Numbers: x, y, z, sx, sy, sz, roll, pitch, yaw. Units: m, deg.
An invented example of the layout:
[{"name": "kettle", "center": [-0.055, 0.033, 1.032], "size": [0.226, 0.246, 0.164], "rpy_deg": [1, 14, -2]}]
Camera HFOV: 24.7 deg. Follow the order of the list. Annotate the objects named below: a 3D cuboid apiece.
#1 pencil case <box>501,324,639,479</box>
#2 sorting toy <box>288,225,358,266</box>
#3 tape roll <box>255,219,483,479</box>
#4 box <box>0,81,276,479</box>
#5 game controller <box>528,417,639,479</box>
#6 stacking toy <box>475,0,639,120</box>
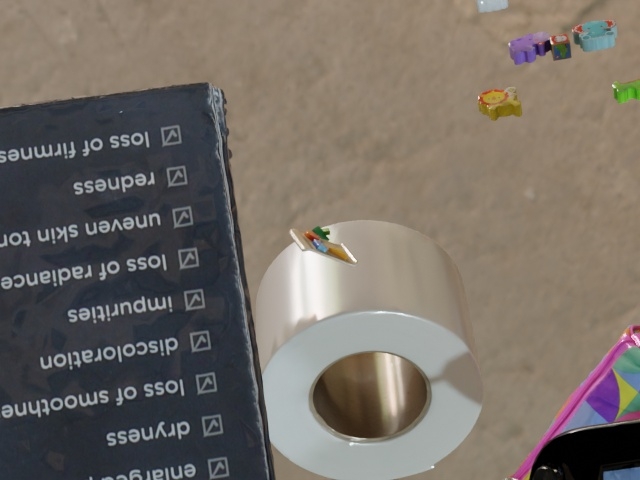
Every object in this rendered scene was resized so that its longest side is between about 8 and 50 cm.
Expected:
[{"name": "pencil case", "center": [0.258, 0.190, 1.367], "size": [0.104, 0.236, 0.104], "rpy_deg": [34, 16, -11]}, {"name": "sorting toy", "center": [0.000, 0.000, 1.470], "size": [0.062, 0.012, 0.083], "rpy_deg": [16, 16, -22]}, {"name": "tape roll", "center": [0.049, 0.122, 1.612], "size": [0.246, 0.246, 0.169], "rpy_deg": [6, 35, -7]}, {"name": "box", "center": [-0.280, 0.167, 1.100], "size": [0.480, 0.297, 0.471], "rpy_deg": [-7, 81, -7]}, {"name": "game controller", "center": [0.253, 0.187, 0.908], "size": [0.067, 0.319, 0.166], "rpy_deg": [28, 61, -32]}, {"name": "stacking toy", "center": [0.291, -0.238, 1.742], "size": [0.221, 0.167, 0.052], "rpy_deg": [-8, 36, 5]}]
